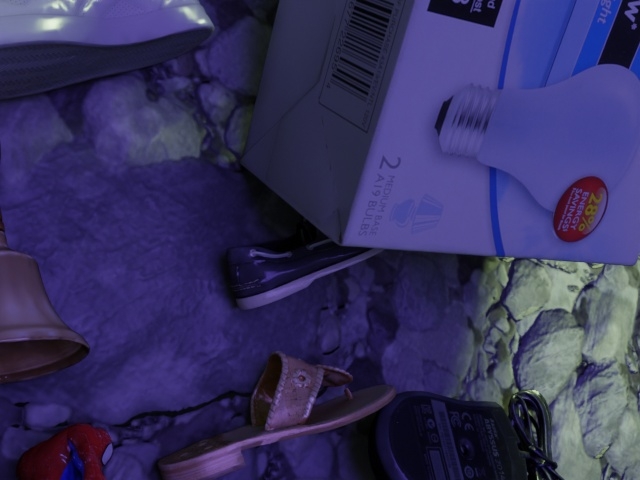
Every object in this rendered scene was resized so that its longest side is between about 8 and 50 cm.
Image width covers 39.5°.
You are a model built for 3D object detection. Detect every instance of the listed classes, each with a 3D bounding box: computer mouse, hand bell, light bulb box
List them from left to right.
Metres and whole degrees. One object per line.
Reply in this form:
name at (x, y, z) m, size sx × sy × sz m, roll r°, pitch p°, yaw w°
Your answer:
hand bell at (-0.266, -0.016, 0.706) m, size 0.126 × 0.126 × 0.242 m, roll -3°, pitch 68°, yaw -32°
computer mouse at (0.143, 0.231, 0.903) m, size 0.272 × 0.072 × 0.188 m, roll 17°, pitch 52°, yaw -34°
light bulb box at (0.163, -0.182, 0.829) m, size 0.361 × 0.225 × 0.357 m, roll 3°, pitch 113°, yaw -31°

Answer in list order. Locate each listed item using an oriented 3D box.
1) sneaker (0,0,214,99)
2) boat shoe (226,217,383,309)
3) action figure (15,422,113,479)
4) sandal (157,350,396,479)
sneaker at (-0.234, -0.220, 0.741) m, size 0.292 × 0.108 × 0.169 m, roll -27°, pitch 92°, yaw -51°
boat shoe at (0.000, 0.000, 0.866) m, size 0.206 × 0.075 × 0.064 m, roll -25°, pitch 97°, yaw -29°
action figure at (-0.202, 0.224, 0.623) m, size 0.139 × 0.091 × 0.280 m, roll 59°, pitch 19°, yaw -5°
sandal at (-0.039, 0.141, 0.804) m, size 0.240 × 0.088 × 0.079 m, roll -18°, pitch 92°, yaw -28°
